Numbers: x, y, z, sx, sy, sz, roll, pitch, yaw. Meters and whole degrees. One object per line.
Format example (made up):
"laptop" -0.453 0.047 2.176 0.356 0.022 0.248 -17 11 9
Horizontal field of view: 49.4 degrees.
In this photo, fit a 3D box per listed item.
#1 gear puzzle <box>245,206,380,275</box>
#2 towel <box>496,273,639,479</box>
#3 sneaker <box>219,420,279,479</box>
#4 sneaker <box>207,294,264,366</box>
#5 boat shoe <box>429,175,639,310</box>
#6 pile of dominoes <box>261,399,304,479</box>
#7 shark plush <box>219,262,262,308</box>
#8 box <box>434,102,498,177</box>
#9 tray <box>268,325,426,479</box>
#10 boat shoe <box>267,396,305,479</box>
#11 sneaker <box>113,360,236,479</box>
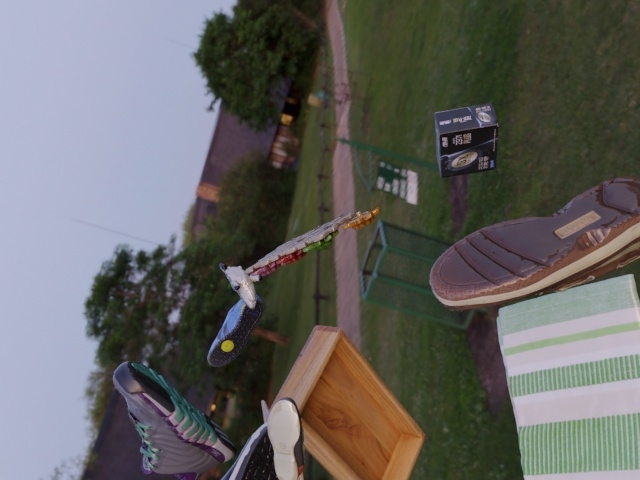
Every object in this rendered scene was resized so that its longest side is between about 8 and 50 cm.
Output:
"gear puzzle" 0.000 0.000 1.510 0.339 0.044 0.175 -25 7 36
"towel" 0.405 0.239 1.085 0.248 0.038 0.325 -22 67 42
"sneaker" -0.130 0.368 1.045 0.097 0.084 0.235 -7 38 45
"sneaker" -0.219 0.225 1.768 0.209 0.069 0.082 -56 27 0
"boat shoe" 0.245 0.026 0.747 0.095 0.257 0.095 -111 1 -47
"pile of dominoes" -0.081 0.484 1.548 0.251 0.040 0.196 -152 54 -75
"shark plush" -0.208 0.102 1.672 0.073 0.161 0.067 -32 -45 -37
"box" 0.372 -0.252 1.780 0.180 0.147 0.078 73 -170 -56
"tray" 0.069 0.380 1.432 0.076 0.411 0.203 -1 47 42
"boat shoe" -0.043 0.275 0.973 0.043 0.049 0.137 -43 -46 -59
"sneaker" -0.189 0.233 0.823 0.098 0.224 0.083 -42 42 -9
